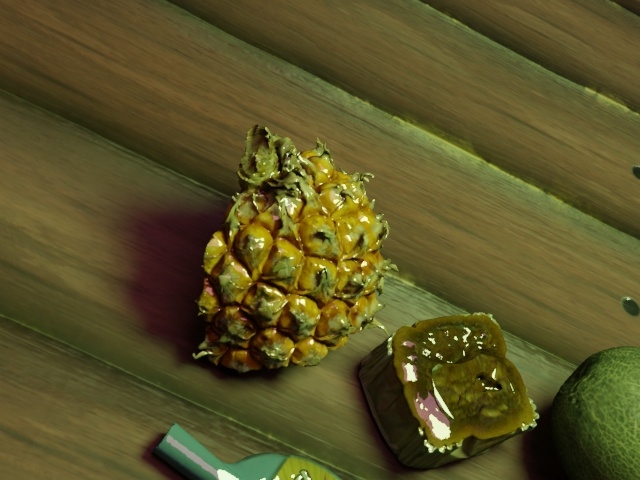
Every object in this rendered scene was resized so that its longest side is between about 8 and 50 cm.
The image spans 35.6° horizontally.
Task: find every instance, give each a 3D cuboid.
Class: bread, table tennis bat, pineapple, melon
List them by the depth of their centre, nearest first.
[{"bbox_3d":[-0.063,0.339,1.194,0.329,0.044,0.215,40,50,3],"label":"table tennis bat"},{"bbox_3d":[0.000,-0.003,1.278,0.208,0.286,0.344,19,45,20],"label":"pineapple"},{"bbox_3d":[0.459,0.287,1.356,0.302,0.237,0.237,46,50,4],"label":"melon"},{"bbox_3d":[0.178,0.202,1.365,0.209,0.110,0.192,-5,60,-29],"label":"bread"}]
